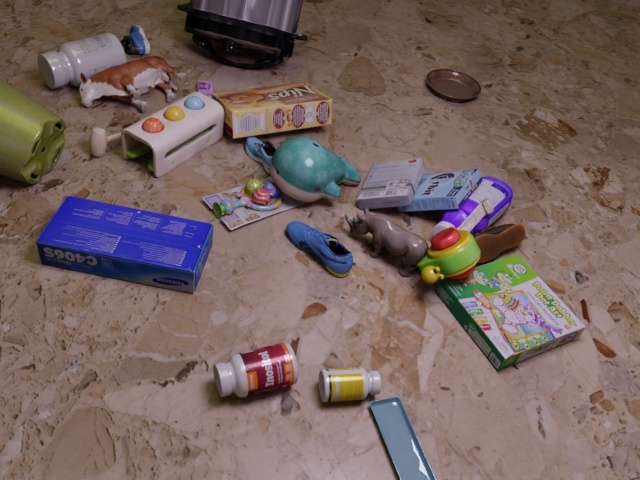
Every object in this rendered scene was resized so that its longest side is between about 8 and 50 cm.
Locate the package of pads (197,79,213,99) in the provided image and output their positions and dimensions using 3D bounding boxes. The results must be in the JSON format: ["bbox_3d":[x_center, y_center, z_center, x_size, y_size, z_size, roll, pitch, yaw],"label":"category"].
[{"bbox_3d":[-0.360,-0.468,1.964,0.050,0.032,0.083,2,44,-12],"label":"package of pads"}]

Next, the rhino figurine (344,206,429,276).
[{"bbox_3d":[0.161,-0.007,1.538,0.243,0.106,0.073,32,46,20],"label":"rhino figurine"}]

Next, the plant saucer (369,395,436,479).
[{"bbox_3d":[0.154,0.386,1.192,0.067,0.018,0.192,-6,47,-18],"label":"plant saucer"}]

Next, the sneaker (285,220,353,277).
[{"bbox_3d":[0.000,0.000,1.517,0.069,0.082,0.209,-31,56,-34],"label":"sneaker"}]

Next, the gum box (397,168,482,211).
[{"bbox_3d":[0.316,-0.134,1.684,0.184,0.041,0.157,0,31,41],"label":"gum box"}]

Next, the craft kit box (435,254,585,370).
[{"bbox_3d":[0.439,0.159,1.465,0.247,0.061,0.250,-13,49,-27],"label":"craft kit box"}]

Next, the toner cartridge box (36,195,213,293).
[{"bbox_3d":[-0.433,0.007,1.421,0.348,0.075,0.165,11,44,0],"label":"toner cartridge box"}]

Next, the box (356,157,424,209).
[{"bbox_3d":[0.193,-0.156,1.708,0.145,0.038,0.186,-3,38,26],"label":"box"}]

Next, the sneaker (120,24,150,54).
[{"bbox_3d":[-0.634,-0.674,2.100,0.085,0.058,0.152,-9,53,-32],"label":"sneaker"}]

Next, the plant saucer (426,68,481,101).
[{"bbox_3d":[0.465,-0.540,2.211,0.199,0.036,0.198,7,43,-6],"label":"plant saucer"}]

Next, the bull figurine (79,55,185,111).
[{"bbox_3d":[-0.560,-0.469,1.875,0.188,0.101,0.310,36,50,18],"label":"bull figurine"}]

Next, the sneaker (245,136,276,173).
[{"bbox_3d":[-0.152,-0.254,1.753,0.063,0.073,0.162,-24,49,-32],"label":"sneaker"}]

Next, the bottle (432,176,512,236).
[{"bbox_3d":[0.401,-0.074,1.669,0.118,0.092,0.283,29,46,29],"label":"bottle"}]

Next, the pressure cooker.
[{"bbox_3d":[-0.247,-0.788,2.066,0.375,0.420,0.370,0,19,-43],"label":"pressure cooker"}]

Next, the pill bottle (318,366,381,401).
[{"bbox_3d":[0.058,0.284,1.243,0.116,0.065,0.065,-1,45,-12],"label":"pill bottle"}]

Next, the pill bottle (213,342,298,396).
[{"bbox_3d":[-0.126,0.255,1.220,0.152,0.086,0.086,-10,47,-21],"label":"pill bottle"}]

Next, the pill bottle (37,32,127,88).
[{"bbox_3d":[-0.715,-0.536,1.886,0.229,0.131,0.131,-30,57,-35],"label":"pill bottle"}]

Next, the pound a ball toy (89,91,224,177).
[{"bbox_3d":[-0.443,-0.311,1.708,0.208,0.135,0.319,30,46,19],"label":"pound a ball toy"}]

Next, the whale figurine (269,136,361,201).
[{"bbox_3d":[-0.001,-0.200,1.669,0.272,0.141,0.216,-7,48,-39],"label":"whale figurine"}]

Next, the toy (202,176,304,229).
[{"bbox_3d":[-0.168,-0.118,1.622,0.237,0.056,0.137,-25,55,-32],"label":"toy"}]

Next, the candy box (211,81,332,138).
[{"bbox_3d":[-0.144,-0.391,1.864,0.316,0.087,0.183,-12,34,-24],"label":"candy box"}]

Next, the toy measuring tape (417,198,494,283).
[{"bbox_3d":[0.349,-0.004,1.479,0.121,0.121,0.330,35,55,23],"label":"toy measuring tape"}]

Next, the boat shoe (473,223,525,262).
[{"bbox_3d":[0.433,0.007,1.618,0.207,0.073,0.073,-15,12,-29],"label":"boat shoe"}]

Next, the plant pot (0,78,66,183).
[{"bbox_3d":[-0.779,-0.269,1.527,0.254,0.276,0.276,25,44,-2],"label":"plant pot"}]
